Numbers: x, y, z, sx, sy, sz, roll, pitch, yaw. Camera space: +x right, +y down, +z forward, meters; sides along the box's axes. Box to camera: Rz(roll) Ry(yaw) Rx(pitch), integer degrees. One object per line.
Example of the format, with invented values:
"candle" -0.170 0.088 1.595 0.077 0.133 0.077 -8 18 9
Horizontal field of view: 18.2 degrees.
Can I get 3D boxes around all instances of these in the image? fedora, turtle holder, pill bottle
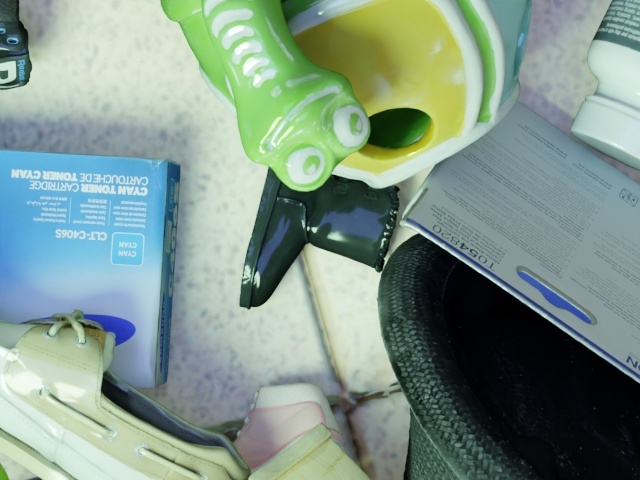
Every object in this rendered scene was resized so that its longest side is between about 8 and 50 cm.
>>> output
"fedora" 0.146 0.147 1.336 0.334 0.334 0.152 35 122 3
"turtle holder" 0.031 -0.157 1.303 0.243 0.320 0.227 -31 101 -1
"pill bottle" 0.248 -0.139 1.393 0.108 0.108 0.180 27 89 3

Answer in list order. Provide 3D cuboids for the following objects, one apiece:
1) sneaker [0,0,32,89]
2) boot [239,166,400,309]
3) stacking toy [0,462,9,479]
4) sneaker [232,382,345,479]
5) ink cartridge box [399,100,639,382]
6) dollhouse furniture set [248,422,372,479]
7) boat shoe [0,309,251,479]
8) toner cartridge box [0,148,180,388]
"sneaker" -0.265 -0.111 1.379 0.121 0.079 0.217 8 49 5
"boot" 0.000 0.000 1.433 0.099 0.045 0.121 14 88 0
"stacking toy" -0.284 0.281 1.336 0.130 0.309 0.279 5 69 27
"sneaker" -0.043 0.150 1.431 0.134 0.051 0.070 -34 49 22
"ink cartridge box" 0.168 0.013 1.345 0.223 0.224 0.045 35 123 3
"dollhouse furniture set" -0.032 0.242 1.307 0.184 0.129 0.129 -35 67 -24
"boat shoe" -0.179 0.096 1.335 0.302 0.113 0.103 42 97 -15
"toner cartridge box" -0.280 0.013 1.427 0.348 0.075 0.165 3 89 2
